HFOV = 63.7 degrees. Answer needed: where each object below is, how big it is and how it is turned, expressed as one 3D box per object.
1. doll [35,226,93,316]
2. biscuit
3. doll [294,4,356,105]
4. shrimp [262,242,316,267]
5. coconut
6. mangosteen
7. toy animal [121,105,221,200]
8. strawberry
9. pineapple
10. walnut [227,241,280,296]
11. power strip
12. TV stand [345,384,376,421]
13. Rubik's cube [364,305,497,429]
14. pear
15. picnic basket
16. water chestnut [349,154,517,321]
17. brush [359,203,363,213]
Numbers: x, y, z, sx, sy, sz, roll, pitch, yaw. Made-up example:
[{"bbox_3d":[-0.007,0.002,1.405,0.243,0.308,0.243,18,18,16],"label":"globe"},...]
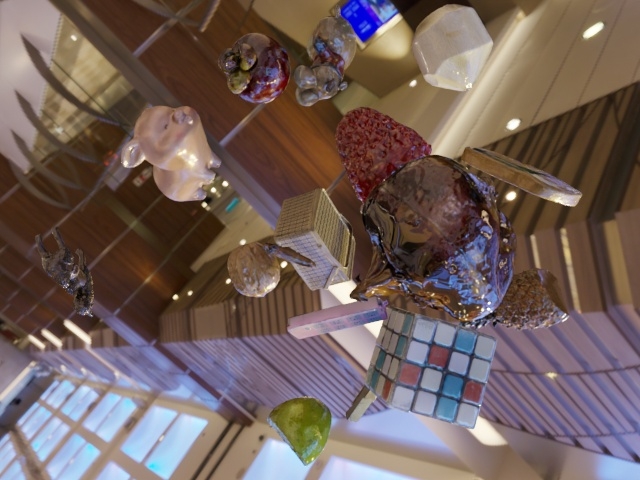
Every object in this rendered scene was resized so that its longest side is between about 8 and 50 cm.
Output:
[{"bbox_3d":[-0.491,0.072,1.015,0.057,0.165,0.139,-27,152,-10],"label":"doll"},{"bbox_3d":[0.560,-0.181,1.415,0.343,0.287,0.057,43,-62,49],"label":"biscuit"},{"bbox_3d":[0.026,-0.607,1.726,0.235,0.174,0.330,75,29,-65],"label":"doll"},{"bbox_3d":[-0.093,0.031,1.436,0.034,0.178,0.124,-66,-155,6],"label":"shrimp"},{"bbox_3d":[0.433,-0.616,1.682,0.237,0.266,0.237,-28,-176,2],"label":"coconut"},{"bbox_3d":[-0.215,-0.533,1.604,0.215,0.215,0.257,-32,180,34],"label":"mangosteen"},{"bbox_3d":[-0.435,-0.259,1.549,0.326,0.269,0.237,126,-23,-50],"label":"toy animal"},{"bbox_3d":[0.195,-0.307,1.807,0.295,0.345,0.317,-50,-173,-37],"label":"strawberry"},{"bbox_3d":[0.633,0.229,1.740,0.361,0.202,0.202,-31,-159,37],"label":"pineapple"},{"bbox_3d":[-0.251,0.114,1.957,0.213,0.213,0.213,-39,-163,15],"label":"walnut"},{"bbox_3d":[0.046,0.207,1.369,0.278,0.109,0.038,-15,-118,11],"label":"power strip"},{"bbox_3d":[0.172,0.554,1.857,0.257,0.048,0.040,-61,-151,21],"label":"TV stand"},{"bbox_3d":[0.298,0.346,1.445,0.259,0.253,0.257,163,-54,-78],"label":"Rubik's cube"},{"bbox_3d":[-0.069,0.745,2.149,0.239,0.139,0.288,-29,-140,-26],"label":"pear"},{"bbox_3d":[0.000,0.000,1.836,0.175,0.313,0.228,-15,-141,24],"label":"picnic basket"},{"bbox_3d":[0.208,0.021,1.025,0.347,0.335,0.335,-40,-164,-7],"label":"water chestnut"},{"bbox_3d":[0.304,-0.093,1.982,0.070,0.327,0.065,128,-40,-52],"label":"brush"}]
